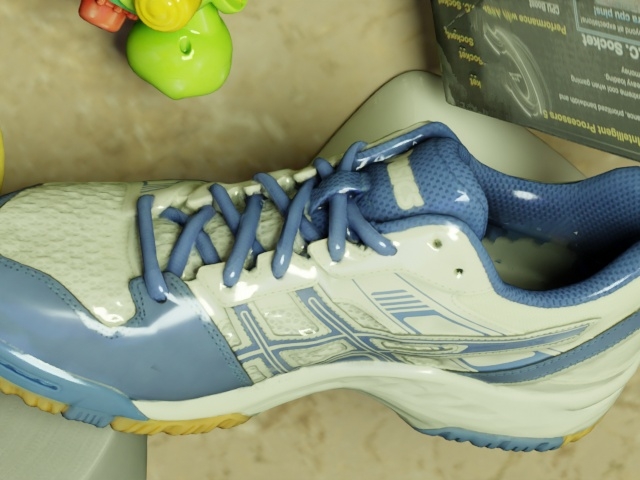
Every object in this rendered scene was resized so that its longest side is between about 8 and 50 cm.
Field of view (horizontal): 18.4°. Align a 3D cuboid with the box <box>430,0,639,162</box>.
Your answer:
[{"bbox_3d":[0.151,-0.137,0.681,0.076,0.307,0.242,-27,120,-30],"label":"box"}]

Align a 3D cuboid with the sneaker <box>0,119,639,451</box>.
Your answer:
[{"bbox_3d":[0.000,0.000,0.756,0.296,0.112,0.131,4,138,-23],"label":"sneaker"}]

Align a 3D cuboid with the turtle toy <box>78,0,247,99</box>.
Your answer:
[{"bbox_3d":[-0.071,-0.115,0.799,0.066,0.095,0.130,-18,116,30],"label":"turtle toy"}]

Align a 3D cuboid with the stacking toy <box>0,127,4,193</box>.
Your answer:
[{"bbox_3d":[-0.213,-0.134,0.700,0.309,0.130,0.279,46,117,-3],"label":"stacking toy"}]

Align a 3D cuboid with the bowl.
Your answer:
[{"bbox_3d":[0.052,0.014,0.881,0.142,0.053,0.142,34,111,-18],"label":"bowl"}]

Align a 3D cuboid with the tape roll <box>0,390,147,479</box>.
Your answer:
[{"bbox_3d":[-0.182,0.079,0.807,0.219,0.219,0.072,-3,136,-1],"label":"tape roll"}]
